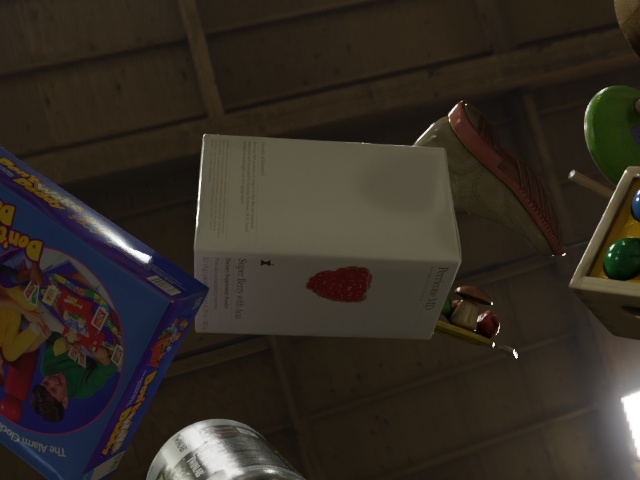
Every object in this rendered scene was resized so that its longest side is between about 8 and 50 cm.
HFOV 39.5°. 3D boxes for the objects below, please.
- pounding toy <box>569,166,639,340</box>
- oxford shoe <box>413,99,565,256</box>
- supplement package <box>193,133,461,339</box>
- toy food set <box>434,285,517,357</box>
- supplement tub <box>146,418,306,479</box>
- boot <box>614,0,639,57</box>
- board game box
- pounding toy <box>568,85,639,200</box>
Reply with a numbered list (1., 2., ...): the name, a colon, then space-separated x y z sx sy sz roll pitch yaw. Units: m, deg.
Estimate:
1. pounding toy: 0.330 -0.020 0.713 0.094 0.181 0.206 41 -110 -31
2. oxford shoe: 0.298 -0.085 1.539 0.348 0.130 0.123 47 -151 -21
3. supplement package: 0.000 0.000 1.066 0.293 0.177 0.175 2 -127 -5
4. toy food set: 0.177 0.092 1.210 0.218 0.128 0.071 17 -97 25
5. supplement tub: -0.100 0.351 1.101 0.194 0.316 0.193 -1 -86 -20
6. boot: 0.291 -0.137 0.432 0.305 0.115 0.112 -4 -100 -10
7. board game box: -0.314 0.058 0.898 0.347 0.078 0.233 33 -75 13
8. pounding toy: 0.510 -0.153 1.390 0.183 0.110 0.237 35 -119 -16
